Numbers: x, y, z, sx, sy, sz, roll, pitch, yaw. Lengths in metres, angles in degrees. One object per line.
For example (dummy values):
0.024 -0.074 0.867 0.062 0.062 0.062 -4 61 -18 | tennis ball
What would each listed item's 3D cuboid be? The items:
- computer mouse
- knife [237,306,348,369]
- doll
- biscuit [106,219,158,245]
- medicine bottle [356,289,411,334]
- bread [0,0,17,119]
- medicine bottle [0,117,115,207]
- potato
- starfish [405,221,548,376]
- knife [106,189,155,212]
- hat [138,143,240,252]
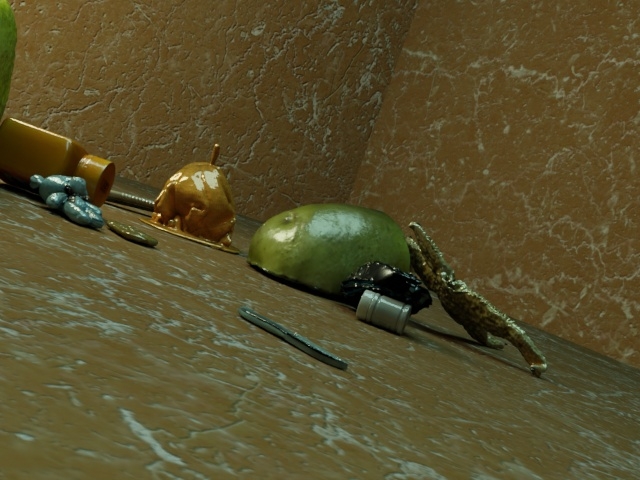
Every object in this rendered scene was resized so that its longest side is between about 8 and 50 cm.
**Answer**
0.127 0.090 1.753 0.146 0.077 0.242 35 -23 -26 | computer mouse
-0.041 0.122 1.159 0.028 0.015 0.210 25 -2 -44 | knife
-0.453 -0.079 1.665 0.120 0.075 0.180 26 -2 -43 | doll
-0.353 -0.014 1.690 0.071 0.018 0.147 19 3 -35 | biscuit
0.118 0.133 1.677 0.091 0.058 0.058 20 2 12 | medicine bottle
-0.727 -0.304 1.627 0.308 0.348 0.348 14 4 -13 | bread
-0.536 -0.146 1.813 0.222 0.112 0.149 20 -14 3 | medicine bottle
0.000 0.000 1.960 0.330 0.212 0.280 20 1 43 | potato
0.315 0.143 1.973 0.432 0.082 0.324 46 -8 15 | starfish
-0.436 -0.079 2.335 0.365 0.043 0.089 15 -28 -39 | knife
-0.273 -0.117 2.149 0.244 0.233 0.233 20 3 37 | hat
